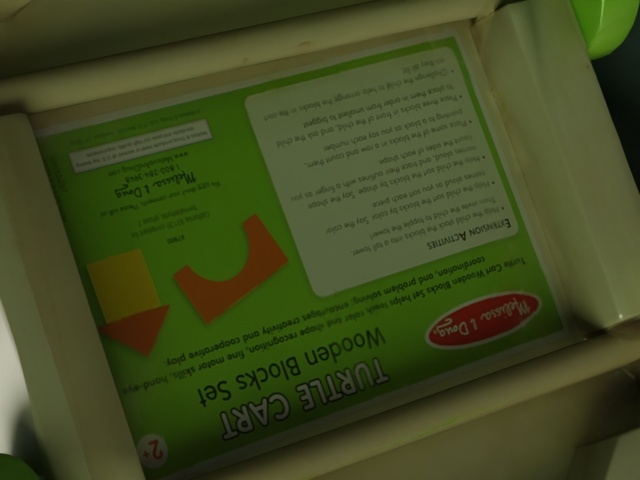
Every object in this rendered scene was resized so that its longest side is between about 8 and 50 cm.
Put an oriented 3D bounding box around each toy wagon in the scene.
[{"bbox_3d":[0.009,0.038,0.574,0.267,0.344,0.068,-16,174,-33],"label":"toy wagon"}]
